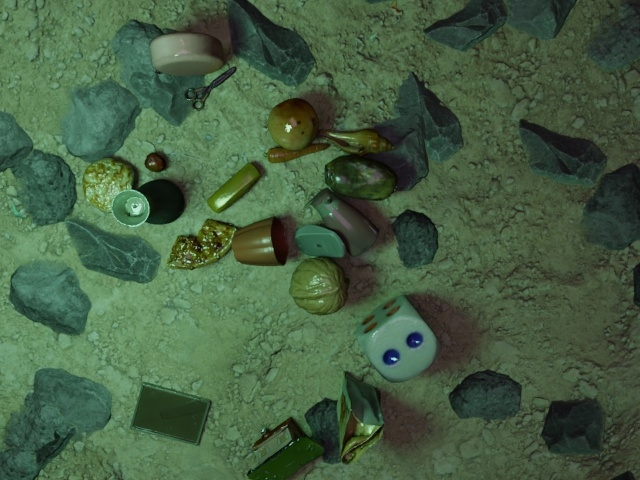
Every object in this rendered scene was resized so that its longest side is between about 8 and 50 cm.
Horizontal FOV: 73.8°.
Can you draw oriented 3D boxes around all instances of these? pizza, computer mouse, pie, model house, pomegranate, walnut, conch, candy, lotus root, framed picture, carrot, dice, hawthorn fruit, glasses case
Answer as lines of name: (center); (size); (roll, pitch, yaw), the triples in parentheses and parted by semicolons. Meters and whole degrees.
pizza: (-0.459, 0.020, 1.636); (0.306, 0.085, 0.161); (-28, 97, 1)
computer mouse: (0.000, 0.000, 1.607); (0.231, 0.079, 0.127); (6, 135, 36)
pie: (-0.785, -0.204, 1.590); (0.179, 0.084, 0.205); (8, 96, -5)
model house: (-0.156, 0.855, 1.763); (0.294, 0.154, 0.207); (-36, 131, 4)
pomegranate: (-0.099, -0.417, 1.536); (0.192, 0.191, 0.191); (0, 98, -2)
walnut: (-0.001, 0.170, 1.593); (0.225, 0.261, 0.224); (1, 88, -32)
conch: (0.123, -0.371, 1.607); (0.331, 0.093, 0.109); (11, 90, 15)
candy: (-0.463, -0.635, 1.463); (0.256, 0.255, 0.094); (-6, 99, -1)
lotus root: (0.146, -0.235, 1.585); (0.275, 0.152, 0.160); (8, 115, -9)
framed picture: (-0.622, 0.720, 1.765); (0.290, 0.020, 0.211); (17, 98, -4)
carrot: (-0.089, -0.332, 1.616); (0.257, 0.061, 0.061); (-8, 99, -6)
dice: (0.295, 0.374, 1.632); (0.251, 0.259, 0.243); (-38, 96, 5)
hawthorn fruit: (-0.617, -0.291, 1.593); (0.077, 0.077, 0.077); (0, 98, -2)
glasses case: (-0.327, -0.197, 1.618); (0.234, 0.064, 0.079); (-41, 96, 4)

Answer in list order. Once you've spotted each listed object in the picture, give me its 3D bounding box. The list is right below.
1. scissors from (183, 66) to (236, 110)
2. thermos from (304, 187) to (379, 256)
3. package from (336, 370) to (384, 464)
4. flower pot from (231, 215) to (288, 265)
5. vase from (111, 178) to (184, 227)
scissors: (-0.403, -0.575, 1.585); (0.220, 0.017, 0.088); (-36, 97, 2)
thermos: (0.075, -0.079, 1.602); (0.265, 0.176, 0.146); (44, 76, -16)
package: (0.159, 0.675, 1.640); (0.165, 0.311, 0.221); (9, 97, -1)
flower pot: (-0.231, 0.013, 1.602); (0.174, 0.190, 0.190); (-8, 99, 11)
vase: (-0.602, -0.128, 1.488); (0.174, 0.321, 0.173); (0, 98, -3)
